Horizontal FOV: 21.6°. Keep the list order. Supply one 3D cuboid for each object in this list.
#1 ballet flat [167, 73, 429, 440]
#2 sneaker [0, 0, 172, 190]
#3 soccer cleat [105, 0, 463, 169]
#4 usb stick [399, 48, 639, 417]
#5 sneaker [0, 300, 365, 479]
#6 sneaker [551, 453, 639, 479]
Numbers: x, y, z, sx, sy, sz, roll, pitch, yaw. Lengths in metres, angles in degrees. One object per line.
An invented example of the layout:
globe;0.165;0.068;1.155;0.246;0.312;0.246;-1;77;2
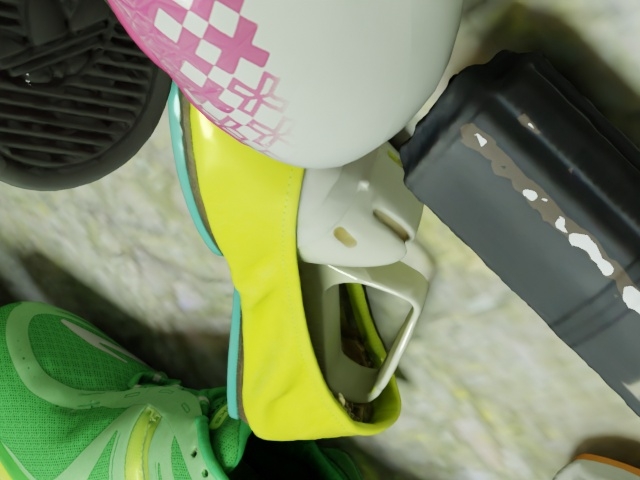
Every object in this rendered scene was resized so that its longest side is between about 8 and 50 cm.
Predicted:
ballet flat;0.000;0.000;0.600;0.077;0.077;0.231;12;143;13
sneaker;-0.140;-0.169;0.523;0.178;0.123;0.296;18;124;56
soccer cleat;-0.001;-0.140;0.374;0.143;0.116;0.331;21;141;38
usb stick;0.134;0.053;0.506;0.278;0.045;0.077;45;151;2
sneaker;-0.047;0.104;0.766;0.295;0.109;0.123;35;120;28
sneaker;0.094;0.201;0.658;0.099;0.121;0.262;25;144;34
